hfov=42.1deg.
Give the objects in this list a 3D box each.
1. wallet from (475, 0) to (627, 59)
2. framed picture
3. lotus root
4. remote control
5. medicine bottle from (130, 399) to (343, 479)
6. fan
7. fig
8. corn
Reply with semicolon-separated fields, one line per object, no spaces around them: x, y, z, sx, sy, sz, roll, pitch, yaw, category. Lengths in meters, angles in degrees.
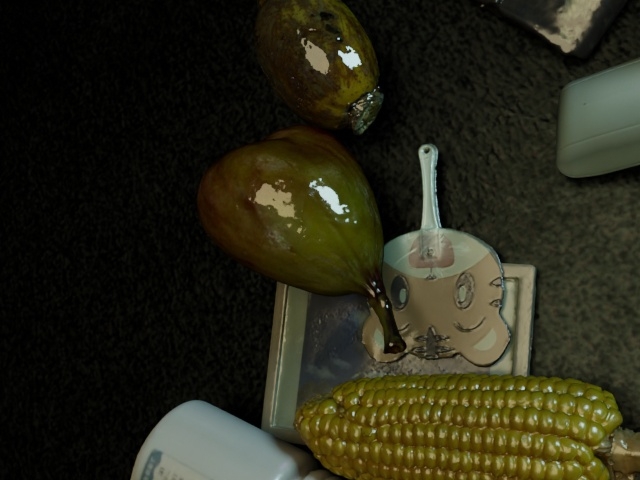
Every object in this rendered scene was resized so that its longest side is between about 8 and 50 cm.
0.283;-0.347;0.813;0.170;0.044;0.321;39;99;23;wallet
0.073;0.118;0.846;0.281;0.019;0.208;1;81;25;framed picture
-0.010;-0.199;0.878;0.120;0.120;0.209;-39;68;14;lotus root
0.323;-0.132;0.694;0.293;0.051;0.103;-14;62;48;remote control
-0.058;0.262;0.817;0.237;0.139;0.139;20;90;24;medicine bottle
0.112;0.012;0.831;0.153;0.008;0.226;-4;80;25;fan
0.000;-0.001;0.815;0.274;0.170;0.145;49;137;24;fig
0.128;0.176;0.738;0.322;0.119;0.119;-4;80;29;corn
